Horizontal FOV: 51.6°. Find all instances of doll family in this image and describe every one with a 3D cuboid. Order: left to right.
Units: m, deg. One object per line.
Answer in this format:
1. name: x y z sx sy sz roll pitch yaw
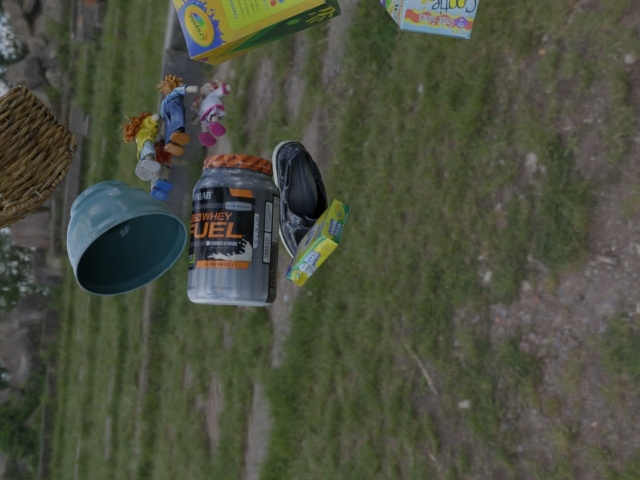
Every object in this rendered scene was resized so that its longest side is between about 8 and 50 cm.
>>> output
1. doll family: -0.278 -0.212 1.201 0.263 0.118 0.163 -39 44 29

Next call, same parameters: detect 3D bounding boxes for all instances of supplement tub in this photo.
1. supplement tub: -0.186 -0.017 1.441 0.193 0.194 0.315 160 112 -71

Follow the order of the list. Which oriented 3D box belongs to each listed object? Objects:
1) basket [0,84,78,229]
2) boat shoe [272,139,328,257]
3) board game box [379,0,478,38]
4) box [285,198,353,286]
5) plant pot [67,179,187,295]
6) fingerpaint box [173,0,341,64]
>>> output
1. basket: -0.678 -0.138 1.380 0.223 0.213 0.299 -28 24 37
2. boat shoe: -0.035 -0.082 1.672 0.113 0.127 0.339 22 121 60
3. board game box: 0.224 -0.526 1.367 0.275 0.144 0.142 -99 16 -60
4. box: 0.000 0.000 1.250 0.179 0.043 0.105 -47 15 44
5. plant pot: -0.517 -0.028 1.688 0.196 0.293 0.293 51 140 27
6. fingerpaint box: -0.197 -0.712 1.631 0.163 0.371 0.444 -25 -82 -72
